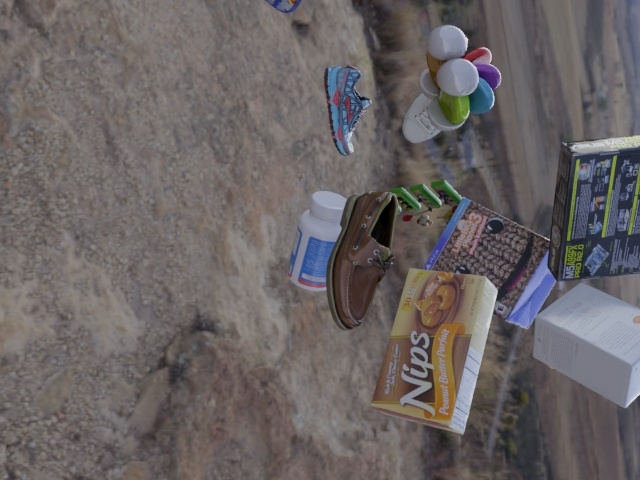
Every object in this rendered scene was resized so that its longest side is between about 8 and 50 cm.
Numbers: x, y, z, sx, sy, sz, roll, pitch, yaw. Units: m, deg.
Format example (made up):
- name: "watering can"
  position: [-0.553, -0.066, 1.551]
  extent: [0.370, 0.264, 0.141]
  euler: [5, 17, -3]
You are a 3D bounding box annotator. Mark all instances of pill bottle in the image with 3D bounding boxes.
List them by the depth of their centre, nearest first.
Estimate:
- name: "pill bottle"
  position: [0.000, 0.000, 1.644]
  extent: [0.124, 0.124, 0.221]
  euler: [-41, 152, -57]

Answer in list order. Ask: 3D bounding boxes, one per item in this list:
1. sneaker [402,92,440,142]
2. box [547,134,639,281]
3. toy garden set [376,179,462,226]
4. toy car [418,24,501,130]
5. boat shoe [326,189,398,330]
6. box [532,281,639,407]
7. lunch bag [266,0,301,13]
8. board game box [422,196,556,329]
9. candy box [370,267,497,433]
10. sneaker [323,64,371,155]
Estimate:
- name: "sneaker"
  position: [0.296, -0.334, 1.715]
  extent: [0.106, 0.290, 0.123]
  euler: [44, 42, -4]
- name: "box"
  position: [0.545, -0.058, 1.266]
  extent: [0.060, 0.216, 0.270]
  euler: [-96, 180, -59]
- name: "toy garden set"
  position: [0.295, -0.086, 1.978]
  extent: [0.204, 0.244, 0.049]
  euler: [36, 57, -42]
- name: "toy car"
  position: [0.266, -0.304, 1.282]
  extent: [0.159, 0.136, 0.182]
  euler: [93, -12, -62]
- name: "boat shoe"
  position: [0.090, 0.029, 1.381]
  extent: [0.110, 0.104, 0.307]
  euler: [37, 52, -45]
- name: "box"
  position: [0.452, 0.163, 1.102]
  extent: [0.130, 0.170, 0.091]
  euler: [-28, 128, -29]
- name: "lunch bag"
  position: [-0.097, -0.738, 1.776]
  extent: [0.243, 0.303, 0.115]
  euler: [37, 67, -11]
- name: "board game box"
  position: [0.462, 0.057, 1.816]
  extent: [0.141, 0.291, 0.232]
  euler: [22, 98, -48]
- name: "candy box"
  position: [0.240, 0.224, 1.438]
  extent: [0.087, 0.183, 0.316]
  euler: [37, 65, -48]
- name: "sneaker"
  position: [0.083, -0.357, 1.908]
  extent: [0.104, 0.125, 0.262]
  euler: [-93, 174, -57]
